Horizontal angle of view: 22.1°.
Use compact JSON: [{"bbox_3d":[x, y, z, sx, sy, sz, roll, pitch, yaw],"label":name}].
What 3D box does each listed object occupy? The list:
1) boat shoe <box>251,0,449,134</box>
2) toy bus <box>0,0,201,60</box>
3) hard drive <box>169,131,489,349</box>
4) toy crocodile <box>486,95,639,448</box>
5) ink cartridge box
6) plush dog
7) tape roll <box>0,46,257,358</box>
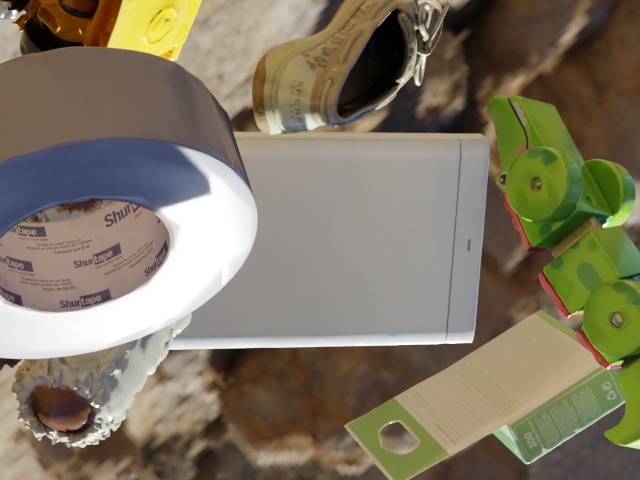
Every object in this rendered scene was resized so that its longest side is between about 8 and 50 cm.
[{"bbox_3d":[0.048,-0.164,1.514,0.285,0.089,0.104,-41,131,-46],"label":"boat shoe"},{"bbox_3d":[-0.201,-0.261,1.518,0.211,0.220,0.149,-23,147,-47],"label":"toy bus"},{"bbox_3d":[0.000,0.000,1.760,0.353,0.233,0.047,0,-163,-12],"label":"hard drive"},{"bbox_3d":[0.232,0.018,1.416,0.105,0.340,0.115,-40,156,31],"label":"toy crocodile"},{"bbox_3d":[0.156,0.163,1.565,0.235,0.056,0.171,-32,-160,-7],"label":"ink cartridge box"},{"bbox_3d":[-0.209,0.005,1.321,0.210,0.225,0.262,-26,125,-56],"label":"plush dog"},{"bbox_3d":[-0.151,-0.017,0.986,0.219,0.072,0.219,-14,147,-9],"label":"tape roll"}]
